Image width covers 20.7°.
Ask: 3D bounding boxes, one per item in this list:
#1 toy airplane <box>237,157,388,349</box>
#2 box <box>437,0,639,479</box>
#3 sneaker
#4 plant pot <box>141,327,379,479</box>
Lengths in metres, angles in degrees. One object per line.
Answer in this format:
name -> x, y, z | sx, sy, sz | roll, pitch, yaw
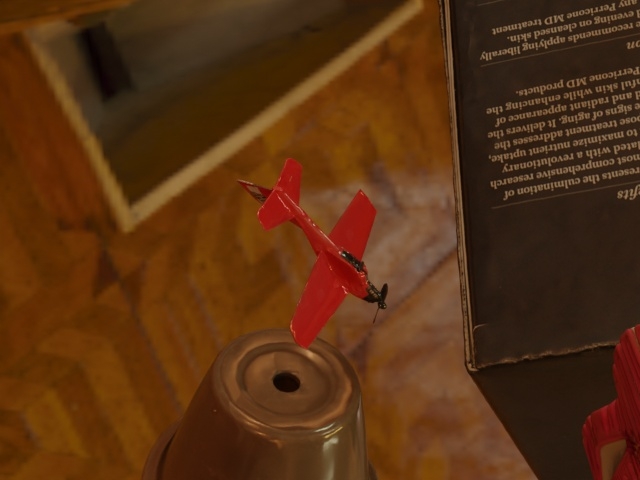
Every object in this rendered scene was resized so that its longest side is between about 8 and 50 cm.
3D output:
toy airplane -> 0.000, 0.000, 1.287 | 0.151, 0.028, 0.151 | 17, 62, -36
box -> 0.331, -0.001, 1.837 | 0.480, 0.297, 0.471 | 54, 31, -56
sneaker -> 0.240, 0.109, 1.080 | 0.111, 0.252, 0.103 | -10, 70, -7
plant pot -> -0.048, 0.216, 1.779 | 0.263, 0.263, 0.229 | -39, 152, -42
